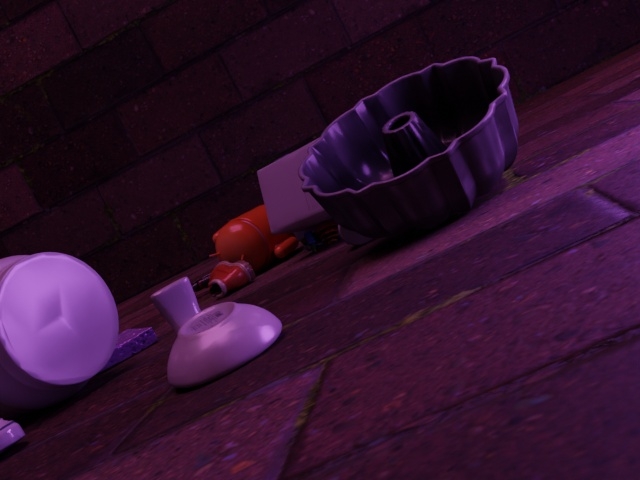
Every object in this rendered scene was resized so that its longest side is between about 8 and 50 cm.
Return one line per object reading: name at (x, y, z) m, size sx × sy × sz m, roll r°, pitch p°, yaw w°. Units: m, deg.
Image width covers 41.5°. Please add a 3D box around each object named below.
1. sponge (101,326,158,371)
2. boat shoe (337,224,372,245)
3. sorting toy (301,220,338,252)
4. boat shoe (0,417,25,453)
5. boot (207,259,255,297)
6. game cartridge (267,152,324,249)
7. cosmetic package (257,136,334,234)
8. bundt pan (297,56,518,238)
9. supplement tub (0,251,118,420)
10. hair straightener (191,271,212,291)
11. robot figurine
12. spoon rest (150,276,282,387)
sponge at (-0.373, 0.198, 1.531) m, size 0.117 × 0.031 × 0.210 m, roll -29°, pitch 5°, yaw -24°
boat shoe at (0.127, -0.069, 1.381) m, size 0.227 × 0.079 × 0.081 m, roll -30°, pitch 9°, yaw 2°
sorting toy at (0.000, 0.000, 1.627) m, size 0.061 × 0.042 × 0.102 m, roll -12°, pitch -17°, yaw -34°
boat shoe at (-0.486, 0.263, 1.121) m, size 0.258 × 0.084 × 0.095 m, roll -24°, pitch 6°, yaw 38°
boot at (-0.201, 0.083, 1.703) m, size 0.084 × 0.059 × 0.158 m, roll -35°, pitch 9°, yaw -28°
game cartridge at (-0.039, -0.093, 1.837) m, size 0.062 × 0.198 × 0.297 m, roll -26°, pitch 5°, yaw 12°
cosmetic package at (0.041, -0.111, 1.623) m, size 0.224 × 0.138 × 0.224 m, roll -7°, pitch -12°, yaw -44°
bundt pan at (0.137, -0.120, 1.213) m, size 0.330 × 0.124 × 0.331 m, roll -25°, pitch 27°, yaw 14°
supplement tub at (-0.499, 0.162, 1.348) m, size 0.331 × 0.241 × 0.241 m, roll -23°, pitch 6°, yaw 40°
hair straightener at (-0.220, 0.080, 1.964) m, size 0.230 × 0.047 × 0.089 m, roll -32°, pitch 5°, yaw -3°
robot figurine at (-0.141, 0.000, 1.819) m, size 0.128 × 0.158 × 0.219 m, roll -50°, pitch -10°, yaw 36°
spoon rest at (-0.130, 0.110, 0.988) m, size 0.137 × 0.084 × 0.276 m, roll -30°, pitch 19°, yaw -15°
